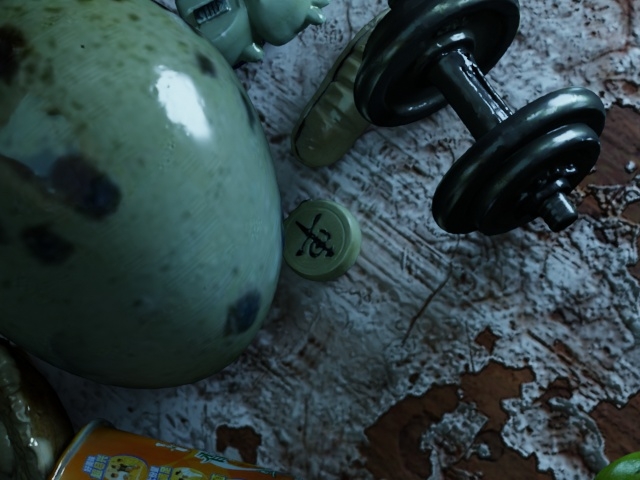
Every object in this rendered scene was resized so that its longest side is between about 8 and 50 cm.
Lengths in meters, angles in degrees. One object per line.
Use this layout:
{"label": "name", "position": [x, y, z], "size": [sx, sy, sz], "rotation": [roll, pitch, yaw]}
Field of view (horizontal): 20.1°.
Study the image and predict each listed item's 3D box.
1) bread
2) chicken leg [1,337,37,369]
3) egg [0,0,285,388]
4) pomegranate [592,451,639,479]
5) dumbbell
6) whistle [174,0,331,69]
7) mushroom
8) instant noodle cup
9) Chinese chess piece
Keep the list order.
{"label": "bread", "position": [0.042, -0.166, 1.834], "size": [0.073, 0.053, 0.214], "rotation": [41, 94, 27]}
{"label": "chicken leg", "position": [-0.324, 0.209, 1.875], "size": [0.107, 0.087, 0.252], "rotation": [-31, 75, 34]}
{"label": "egg", "position": [-0.213, -0.054, 1.741], "size": [0.345, 0.345, 0.428], "rotation": [-41, 94, 7]}
{"label": "pomegranate", "position": [0.311, 0.242, 1.600], "size": [0.159, 0.159, 0.205], "rotation": [0, 53, 20]}
{"label": "dumbbell", "position": [0.149, -0.125, 1.711], "size": [0.192, 0.192, 0.290], "rotation": [-38, 69, 9]}
{"label": "whistle", "position": [-0.094, -0.226, 1.877], "size": [0.244, 0.092, 0.110], "rotation": [-26, 72, 11]}
{"label": "mushroom", "position": [-0.380, 0.196, 1.723], "size": [0.301, 0.208, 0.233], "rotation": [8, 121, -8]}
{"label": "instant noodle cup", "position": [-0.130, 0.322, 1.676], "size": [0.214, 0.296, 0.296], "rotation": [7, 80, 13]}
{"label": "Chinese chess piece", "position": [0.000, 0.000, 1.822], "size": [0.084, 0.034, 0.084], "rotation": [-4, 78, 19]}
